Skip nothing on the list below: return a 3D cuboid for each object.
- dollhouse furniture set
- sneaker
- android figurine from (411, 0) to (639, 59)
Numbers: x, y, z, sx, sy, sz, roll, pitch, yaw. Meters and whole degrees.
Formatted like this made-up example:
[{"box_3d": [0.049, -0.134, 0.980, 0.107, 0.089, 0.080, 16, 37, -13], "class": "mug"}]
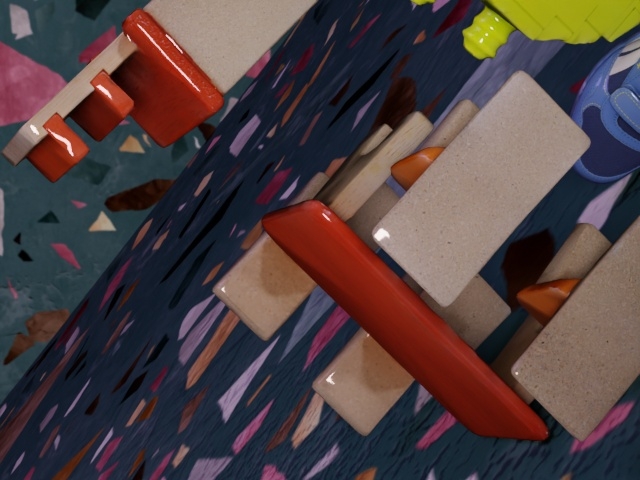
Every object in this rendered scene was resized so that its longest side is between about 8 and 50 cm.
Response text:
[{"box_3d": [0.000, 0.000, 0.721, 0.135, 0.259, 0.262, -48, 9, -17], "class": "dollhouse furniture set"}, {"box_3d": [0.170, -0.076, 0.769, 0.144, 0.053, 0.059, -48, 16, 30], "class": "sneaker"}, {"box_3d": [0.144, -0.197, 0.715, 0.273, 0.248, 0.056, -50, 54, 10], "class": "android figurine"}]
